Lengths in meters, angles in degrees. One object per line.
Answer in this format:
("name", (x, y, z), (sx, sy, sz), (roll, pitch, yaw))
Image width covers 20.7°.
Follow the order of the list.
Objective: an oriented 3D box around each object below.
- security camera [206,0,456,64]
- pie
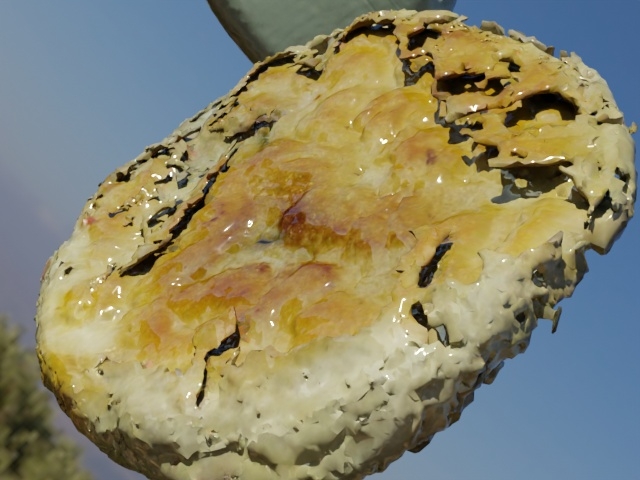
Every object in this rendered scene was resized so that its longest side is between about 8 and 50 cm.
("security camera", (0.065, -0.213, 1.103), (0.157, 0.301, 0.080), (52, 16, -11))
("pie", (0.000, 0.000, 0.723), (0.274, 0.274, 0.055), (37, -17, 55))
